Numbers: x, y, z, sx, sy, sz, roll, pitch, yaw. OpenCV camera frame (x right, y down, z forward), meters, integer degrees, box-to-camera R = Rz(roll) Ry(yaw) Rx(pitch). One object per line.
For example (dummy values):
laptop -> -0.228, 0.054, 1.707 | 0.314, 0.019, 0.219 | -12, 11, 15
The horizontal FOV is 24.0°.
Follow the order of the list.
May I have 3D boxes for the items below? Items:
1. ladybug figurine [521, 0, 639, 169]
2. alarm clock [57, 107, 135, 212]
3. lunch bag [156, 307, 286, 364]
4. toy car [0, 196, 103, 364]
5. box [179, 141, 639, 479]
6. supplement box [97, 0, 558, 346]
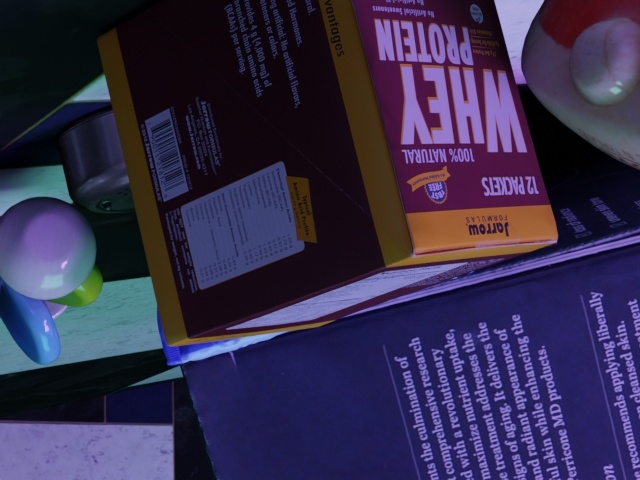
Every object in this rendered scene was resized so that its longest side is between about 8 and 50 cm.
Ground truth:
ladybug figurine -> 0.303, -0.119, 0.864 | 0.449, 0.162, 0.305 | -7, -154, -44
alarm clock -> -0.120, -0.064, 1.076 | 0.129, 0.064, 0.192 | -12, 168, -11
lunch bag -> 0.000, 0.000, 1.115 | 0.221, 0.138, 0.293 | -16, -168, 8
toy car -> -0.256, 0.034, 1.107 | 0.182, 0.136, 0.159 | 18, 161, -14
box -> 0.148, 0.115, 1.439 | 0.471, 0.297, 0.480 | -13, -169, 5
supplement box -> 0.000, -0.060, 0.851 | 0.194, 0.191, 0.129 | -21, 169, 41
